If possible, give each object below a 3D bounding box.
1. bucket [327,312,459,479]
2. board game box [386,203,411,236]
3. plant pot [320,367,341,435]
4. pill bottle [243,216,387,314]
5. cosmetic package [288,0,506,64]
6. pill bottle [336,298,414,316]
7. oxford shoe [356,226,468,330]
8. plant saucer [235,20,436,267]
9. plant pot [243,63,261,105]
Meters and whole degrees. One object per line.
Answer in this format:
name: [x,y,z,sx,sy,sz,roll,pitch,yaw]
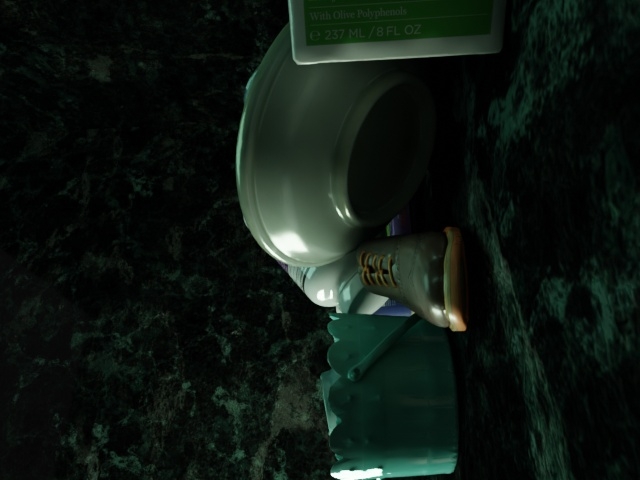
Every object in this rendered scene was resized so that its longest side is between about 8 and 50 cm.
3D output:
bucket: [0.107,0.243,0.820,0.281,0.182,0.282,-2,-90,-87]
board game box: [0.192,0.048,1.228,0.208,0.056,0.347,67,-159,-70]
plant pot: [0.109,0.393,1.237,0.293,0.196,0.293,-11,-90,-90]
pill bottle: [0.000,0.000,0.991,0.323,0.181,0.182,45,158,31]
cosmetic package: [0.057,-0.355,0.430,0.155,0.196,0.366,-91,-4,-61]
pill bottle: [0.118,0.122,1.053,0.094,0.169,0.094,-5,-90,-82]
oxford shoe: [0.116,0.050,0.693,0.363,0.132,0.130,7,-99,-87]
plant saucer: [0.065,-0.132,0.716,0.400,0.100,0.401,-31,-46,-38]
plant pot: [0.028,-0.262,1.262,0.341,0.340,0.334,79,167,-69]
